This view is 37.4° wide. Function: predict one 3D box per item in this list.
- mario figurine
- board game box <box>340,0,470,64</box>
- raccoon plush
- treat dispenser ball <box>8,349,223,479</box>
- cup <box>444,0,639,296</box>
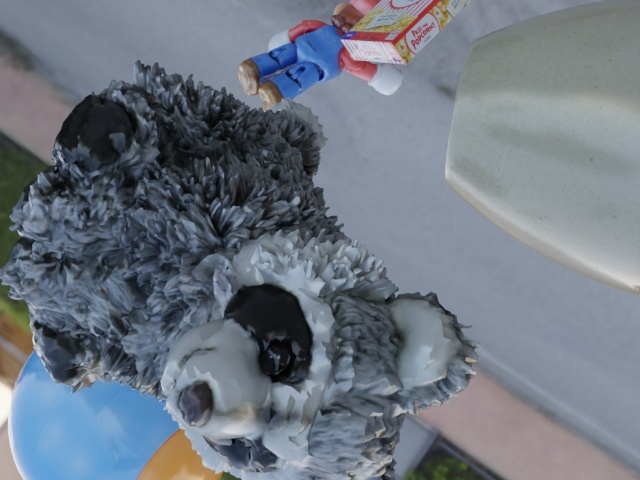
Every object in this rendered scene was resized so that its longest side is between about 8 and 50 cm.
[{"bbox_3d":[0.021,-0.318,1.702,0.198,0.320,0.170,61,165,-7],"label":"mario figurine"},{"bbox_3d":[0.141,-0.346,1.422,0.045,0.193,0.147,52,164,-29],"label":"board game box"},{"bbox_3d":[0.000,0.000,0.685,0.299,0.446,0.216,27,130,15],"label":"raccoon plush"},{"bbox_3d":[-0.248,0.224,1.205,0.288,0.288,0.288,34,166,10],"label":"treat dispenser ball"},{"bbox_3d":[0.272,-0.124,1.059,0.237,0.331,0.331,12,160,12],"label":"cup"}]
